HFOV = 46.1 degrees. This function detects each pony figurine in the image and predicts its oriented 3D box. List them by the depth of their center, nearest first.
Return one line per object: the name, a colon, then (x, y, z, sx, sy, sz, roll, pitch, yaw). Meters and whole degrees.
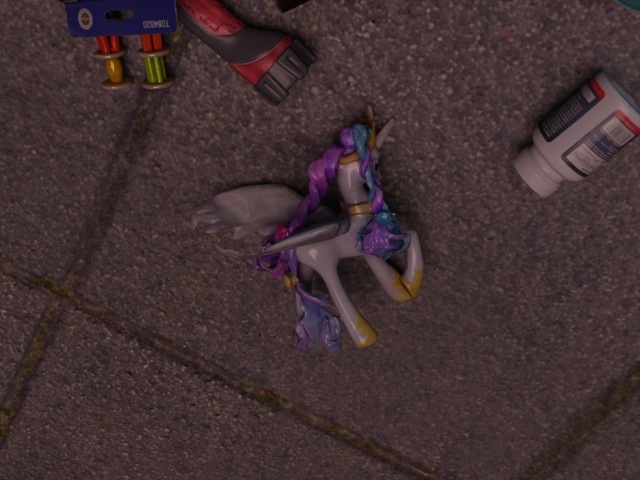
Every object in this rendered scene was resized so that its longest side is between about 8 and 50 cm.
pony figurine: (0.000, 0.000, 1.204, 0.351, 0.303, 0.363, -23, 116, -14)

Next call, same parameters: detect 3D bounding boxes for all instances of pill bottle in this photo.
pill bottle: (0.379, -0.151, 1.114, 0.108, 0.108, 0.180, 39, 119, -15)

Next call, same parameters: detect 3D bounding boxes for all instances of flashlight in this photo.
flashlight: (-0.148, -0.331, 1.096, 0.304, 0.103, 0.103, 41, 79, -13)

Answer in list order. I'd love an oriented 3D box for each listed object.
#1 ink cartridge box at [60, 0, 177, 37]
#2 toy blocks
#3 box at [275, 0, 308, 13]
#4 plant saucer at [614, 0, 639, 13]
ink cartridge box: (-0.295, -0.395, 1.028, 0.223, 0.045, 0.223, 6, 105, 31)
toy blocks: (-0.294, -0.310, 1.156, 0.123, 0.054, 0.148, 1, 121, 10)
box: (0.080, -0.441, 0.878, 0.382, 0.143, 0.191, -25, 97, 1)
plant saucer: (0.427, -0.435, 0.898, 0.318, 0.043, 0.317, -11, 119, -20)
